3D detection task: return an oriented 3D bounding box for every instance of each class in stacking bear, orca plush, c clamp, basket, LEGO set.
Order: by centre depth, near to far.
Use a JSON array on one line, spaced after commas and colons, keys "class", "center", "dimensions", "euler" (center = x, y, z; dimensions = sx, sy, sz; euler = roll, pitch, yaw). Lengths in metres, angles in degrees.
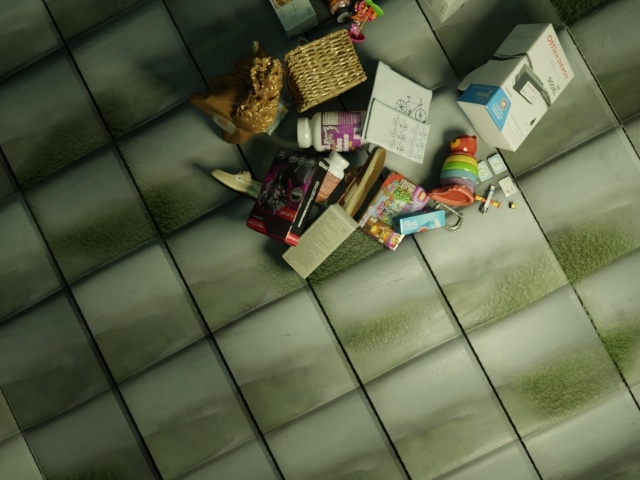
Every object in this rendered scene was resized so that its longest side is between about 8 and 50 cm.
[{"class": "basket", "center": [0.000, -0.698, 1.754], "dimensions": [0.299, 0.213, 0.223], "euler": [-30, 103, -12]}, {"class": "stacking bear", "center": [0.582, -0.306, 1.762], "dimensions": [0.164, 0.175, 0.288], "euler": [20, 76, -28]}, {"class": "LEGO set", "center": [0.737, -0.225, 1.802], "dimensions": [0.183, 0.060, 0.244], "euler": [-27, 88, 7]}, {"class": "orca plush", "center": [0.720, -0.707, 1.813], "dimensions": [0.287, 0.102, 0.151], "euler": [-49, 42, -8]}, {"class": "c clamp", "center": [0.555, -0.119, 1.827], "dimensions": [0.161, 0.022, 0.137], "euler": [39, 91, 4]}]

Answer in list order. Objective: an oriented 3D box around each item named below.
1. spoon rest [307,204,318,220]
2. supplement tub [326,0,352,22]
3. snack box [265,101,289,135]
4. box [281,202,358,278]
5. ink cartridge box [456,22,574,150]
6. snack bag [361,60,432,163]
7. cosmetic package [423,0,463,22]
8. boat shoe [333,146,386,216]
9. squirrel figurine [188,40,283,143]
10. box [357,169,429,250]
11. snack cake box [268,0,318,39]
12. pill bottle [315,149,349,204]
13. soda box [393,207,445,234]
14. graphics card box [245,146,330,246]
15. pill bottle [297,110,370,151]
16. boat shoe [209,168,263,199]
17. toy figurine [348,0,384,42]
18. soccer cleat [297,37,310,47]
[{"class": "spoon rest", "center": [-0.143, -0.118, 1.830], "dimensions": [0.277, 0.137, 0.084], "euler": [-12, 64, 15]}, {"class": "supplement tub", "center": [0.075, -1.060, 1.831], "dimensions": [0.106, 0.106, 0.197], "euler": [-18, 88, 3]}, {"class": "snack box", "center": [-0.221, -0.551, 1.875], "dimensions": [0.100, 0.037, 0.141], "euler": [40, 93, 3]}, {"class": "box", "center": [0.000, 0.000, 1.772], "dimensions": [0.311, 0.121, 0.148], "euler": [-44, 87, 18]}, {"class": "ink cartridge box", "center": [0.783, -0.608, 1.685], "dimensions": [0.285, 0.166, 0.394], "euler": [36, 92, -35]}, {"class": "snack bag", "center": [0.336, -0.528, 1.757], "dimensions": [0.323, 0.037, 0.342], "euler": [16, 84, -28]}, {"class": "cosmetic package", "center": [0.552, -1.068, 1.778], "dimensions": [0.184, 0.151, 0.151], "euler": [-38, 87, 3]}, {"class": "boat shoe", "center": [0.153, -0.255, 1.770], "dimensions": [0.123, 0.123, 0.341], "euler": [37, 123, 17]}, {"class": "squirrel figurine", "center": [-0.278, -0.625, 1.740], "dimensions": [0.397, 0.281, 0.370], "euler": [14, 68, 41]}, {"class": "box", "center": [0.312, -0.131, 1.824], "dimensions": [0.201, 0.057, 0.293], "euler": [33, 91, 2]}, {"class": "snack cake box", "center": [-0.139, -1.046, 1.853], "dimensions": [0.152, 0.089, 0.264], "euler": [-27, 87, 5]}, {"class": "pill bottle", "center": [0.023, -0.269, 1.790], "dimensions": [0.121, 0.121, 0.216], "euler": [40, 107, 3]}, {"class": "soda box", "center": [0.414, -0.081, 1.763], "dimensions": [0.210, 0.067, 0.071], "euler": [-12, 107, -15]}, {"class": "graphics card box", "center": [-0.135, -0.184, 1.724], "dimensions": [0.233, 0.094, 0.370], "euler": [21, 85, 34]}, {"class": "pill bottle", "center": [0.057, -0.461, 1.790], "dimensions": [0.302, 0.169, 0.169], "euler": [-1, 89, 4]}, {"class": "boat shoe", "center": [-0.333, -0.252, 1.847], "dimensions": [0.303, 0.109, 0.098], "euler": [24, 85, -2]}, {"class": "toy figurine", "center": [0.171, -0.936, 1.806], "dimensions": [0.130, 0.173, 0.159], "euler": [32, 104, 21]}, {"class": "soccer cleat", "center": [-0.025, -0.811, 1.847], "dimensions": [0.196, 0.076, 0.068], "euler": [40, 92, 3]}]
